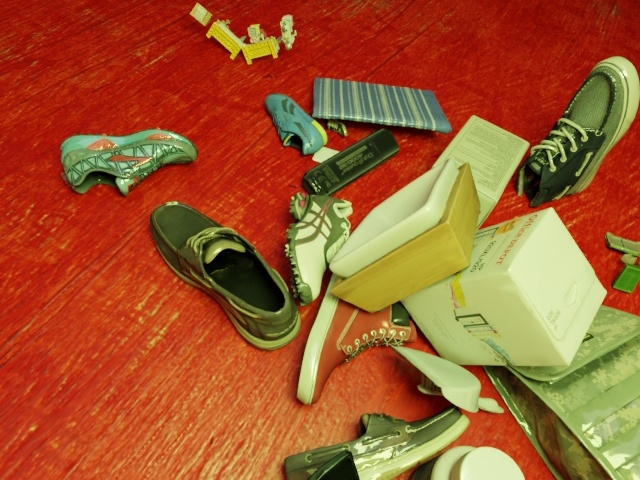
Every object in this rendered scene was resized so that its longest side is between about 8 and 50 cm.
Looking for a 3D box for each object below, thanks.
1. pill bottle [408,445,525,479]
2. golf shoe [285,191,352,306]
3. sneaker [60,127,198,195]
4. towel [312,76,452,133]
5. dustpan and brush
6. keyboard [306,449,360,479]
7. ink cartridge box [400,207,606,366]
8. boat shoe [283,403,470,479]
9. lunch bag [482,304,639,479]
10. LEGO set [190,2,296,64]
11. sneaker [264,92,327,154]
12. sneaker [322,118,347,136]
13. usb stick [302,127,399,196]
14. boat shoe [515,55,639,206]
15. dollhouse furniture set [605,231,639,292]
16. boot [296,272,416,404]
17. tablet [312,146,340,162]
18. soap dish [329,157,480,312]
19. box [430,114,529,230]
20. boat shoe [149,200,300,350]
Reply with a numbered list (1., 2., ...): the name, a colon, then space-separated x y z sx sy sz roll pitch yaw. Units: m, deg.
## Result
1. pill bottle: 0.187 0.333 0.588 0.108 0.180 0.107 5 53 -6
2. golf shoe: 0.000 0.000 0.815 0.120 0.105 0.272 -2 42 4
3. sneaker: -0.380 -0.146 0.914 0.262 0.104 0.125 -8 73 -10
4. towel: 0.147 -0.342 1.139 0.336 0.040 0.243 5 38 -4
5. dustpan and brush: 0.219 0.235 0.710 0.211 0.060 0.147 16 6 -22
6. keyboard: 0.013 0.353 0.565 0.100 0.191 0.038 -26 23 -30
7. ink cartridge box: 0.285 0.084 0.728 0.171 0.233 0.168 -41 99 -33
8. boat shoe: 0.083 0.295 0.649 0.285 0.102 0.092 -20 64 -16
9. lunch bag: 0.436 0.238 0.712 0.235 0.168 0.287 -21 49 -14
10. LEGO set: -0.203 -0.572 1.234 0.287 0.132 0.107 14 44 8
11. sneaker: -0.078 -0.277 1.065 0.082 0.069 0.209 -35 66 -24
12. sneaker: 0.035 -0.282 1.116 0.037 0.032 0.083 -28 57 -11
13. usb stick: 0.076 -0.179 1.030 0.278 0.045 0.077 -35 89 -30
14. boat shoe: 0.536 -0.209 0.965 0.158 0.340 0.127 -23 49 -12
15. dollhouse furniture set: 0.666 0.049 0.983 0.076 0.058 0.151 18 33 13
16. boot: 0.068 0.176 0.746 0.176 0.088 0.244 21 50 4
17. tablet: 0.027 -0.197 1.062 0.083 0.006 0.054 17 53 4
18. soap dish: 0.159 -0.012 0.776 0.118 0.229 0.291 51 33 -7
19. box: 0.341 -0.149 1.006 0.149 0.126 0.232 33 55 14
20. boat shoe: -0.165 0.031 0.781 0.355 0.130 0.132 38 56 17
